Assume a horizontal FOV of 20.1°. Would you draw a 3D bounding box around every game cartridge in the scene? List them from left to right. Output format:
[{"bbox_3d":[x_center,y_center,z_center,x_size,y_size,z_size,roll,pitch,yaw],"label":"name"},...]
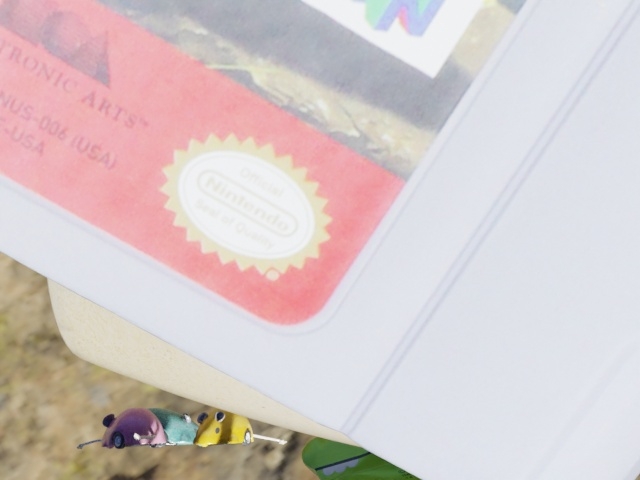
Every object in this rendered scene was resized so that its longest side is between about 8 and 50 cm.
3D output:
[{"bbox_3d":[-0.021,-0.086,0.332,0.294,0.060,0.196,29,109,-7],"label":"game cartridge"}]

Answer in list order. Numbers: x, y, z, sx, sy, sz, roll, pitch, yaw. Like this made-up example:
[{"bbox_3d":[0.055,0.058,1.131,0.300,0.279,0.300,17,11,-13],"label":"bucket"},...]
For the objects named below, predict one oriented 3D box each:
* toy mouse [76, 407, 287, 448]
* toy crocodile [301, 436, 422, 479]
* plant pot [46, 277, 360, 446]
[{"bbox_3d":[-0.127,0.144,1.387,0.143,0.161,0.031,-5,83,27],"label":"toy mouse"},{"bbox_3d":[0.147,0.093,1.096,0.340,0.115,0.105,-22,48,25],"label":"toy crocodile"},{"bbox_3d":[0.000,0.000,0.983,0.274,0.256,0.256,0,102,12],"label":"plant pot"}]
